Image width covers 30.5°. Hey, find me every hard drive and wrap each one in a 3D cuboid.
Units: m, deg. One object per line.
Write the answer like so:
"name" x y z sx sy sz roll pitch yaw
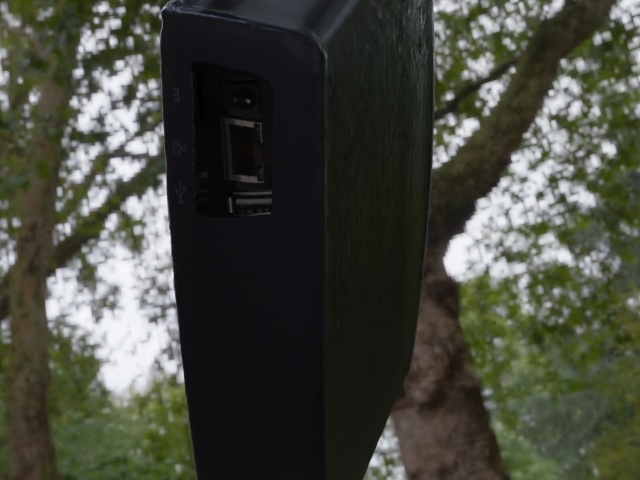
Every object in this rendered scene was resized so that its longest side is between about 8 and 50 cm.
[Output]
"hard drive" 0.000 0.000 0.457 0.054 0.172 0.255 10 -54 16
